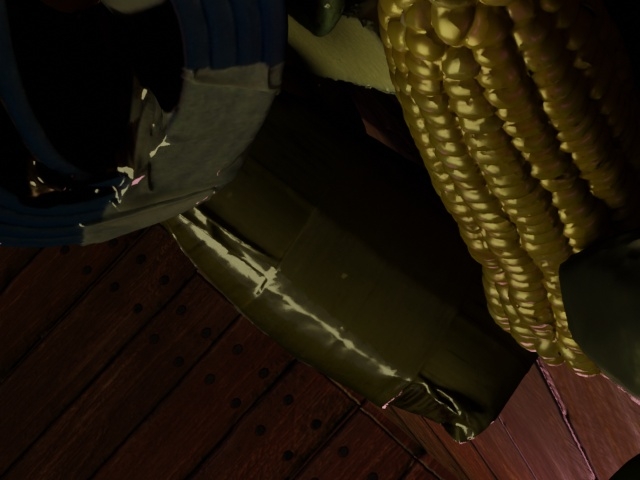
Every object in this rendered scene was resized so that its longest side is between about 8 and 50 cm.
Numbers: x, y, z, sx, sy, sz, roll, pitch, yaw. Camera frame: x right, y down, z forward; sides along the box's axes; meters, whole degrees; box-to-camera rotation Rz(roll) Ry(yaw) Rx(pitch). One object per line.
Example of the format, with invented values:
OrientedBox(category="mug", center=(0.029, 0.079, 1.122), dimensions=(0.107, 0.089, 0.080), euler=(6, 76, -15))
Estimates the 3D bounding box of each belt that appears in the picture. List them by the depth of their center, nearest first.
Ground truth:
OrientedBox(category="belt", center=(-0.128, -0.122, 0.698), dimensions=(0.347, 0.212, 0.117), euler=(88, 166, -64))

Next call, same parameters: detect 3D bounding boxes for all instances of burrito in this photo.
OrientedBox(category="burrito", center=(-0.018, -0.109, 0.967), dimensions=(0.051, 0.042, 0.171), euler=(17, 164, 32))

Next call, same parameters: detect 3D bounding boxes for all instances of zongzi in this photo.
OrientedBox(category="zongzi", center=(0.000, 0.000, 1.026), dimensions=(0.274, 0.145, 0.300), euler=(35, 178, -9))

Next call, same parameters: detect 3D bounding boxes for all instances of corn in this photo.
OrientedBox(category="corn", center=(0.092, -0.033, 0.620), dimensions=(0.101, 0.101, 0.292), euler=(38, 168, 35))

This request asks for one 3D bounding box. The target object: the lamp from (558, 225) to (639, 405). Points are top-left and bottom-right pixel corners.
OrientedBox(category="lamp", center=(0.170, 0.036, 0.493), dimensions=(0.250, 0.101, 0.101), euler=(10, 149, 51))

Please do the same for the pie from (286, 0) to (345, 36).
OrientedBox(category="pie", center=(-0.011, -0.139, 0.756), dimensions=(0.085, 0.017, 0.085), euler=(56, 163, 26))

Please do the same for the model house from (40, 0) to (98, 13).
OrientedBox(category="model house", center=(-0.224, -0.225, 0.877), dimensions=(0.268, 0.173, 0.239), euler=(40, 174, 2))

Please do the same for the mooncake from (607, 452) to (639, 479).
OrientedBox(category="mooncake", center=(0.260, 0.259, 0.826), dimensions=(0.351, 0.187, 0.351), euler=(37, -168, -9))

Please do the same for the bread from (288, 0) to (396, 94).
OrientedBox(category="bread", center=(0.013, -0.112, 0.829), dimensions=(0.068, 0.028, 0.153), euler=(47, 171, -26))
